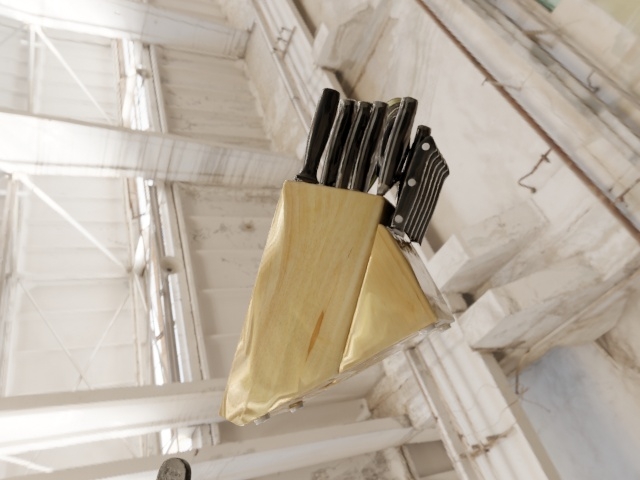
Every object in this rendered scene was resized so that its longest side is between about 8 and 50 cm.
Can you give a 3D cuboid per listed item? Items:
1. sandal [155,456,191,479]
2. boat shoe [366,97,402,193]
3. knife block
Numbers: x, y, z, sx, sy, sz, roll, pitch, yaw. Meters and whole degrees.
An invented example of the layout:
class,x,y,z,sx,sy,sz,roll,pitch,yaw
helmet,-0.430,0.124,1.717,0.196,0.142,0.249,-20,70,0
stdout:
class,x,y,z,sx,sy,sz,roll,pitch,yaw
sandal,-0.195,0.352,0.570,0.040,0.067,0.179,39,-131,-54
boat shoe,0.080,-0.121,0.660,0.056,0.152,0.049,-10,-126,-37
knife block,0.000,0.000,0.444,0.242,0.276,0.088,63,-164,21
